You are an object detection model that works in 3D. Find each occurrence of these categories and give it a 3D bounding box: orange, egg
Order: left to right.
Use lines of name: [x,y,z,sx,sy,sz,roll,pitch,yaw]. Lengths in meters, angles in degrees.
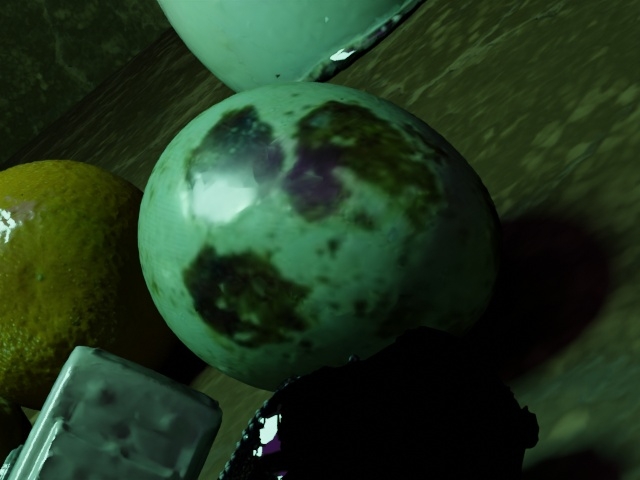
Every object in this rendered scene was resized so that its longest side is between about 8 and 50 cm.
orange: [-0.194,0.035,0.939,0.206,0.206,0.206,-37,18,15]
egg: [-0.055,-0.379,1.376,0.354,0.340,0.354,-36,19,14]
egg: [0.000,0.000,0.658,0.231,0.169,0.169,9,51,50]

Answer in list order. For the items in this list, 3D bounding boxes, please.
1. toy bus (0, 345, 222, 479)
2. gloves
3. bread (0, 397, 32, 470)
toy bus: [-0.125,0.172,0.523,0.106,0.092,0.268,125,170,-70]
gloves: [0.003,0.123,0.516,0.129,0.106,0.181,-57,-6,-43]
bread: [-0.307,0.195,0.867,0.204,0.163,0.262,-27,34,9]
